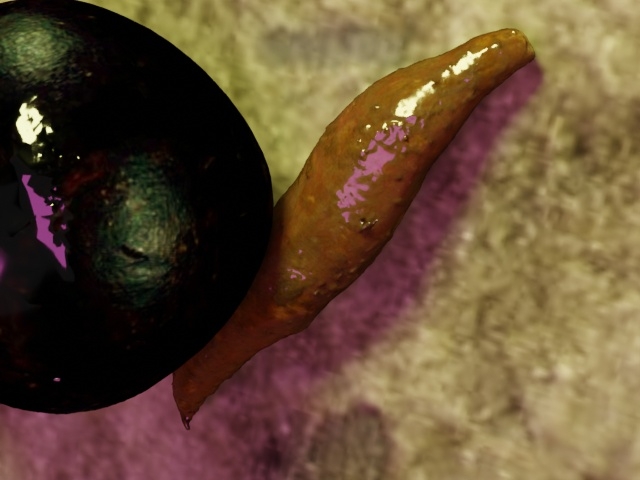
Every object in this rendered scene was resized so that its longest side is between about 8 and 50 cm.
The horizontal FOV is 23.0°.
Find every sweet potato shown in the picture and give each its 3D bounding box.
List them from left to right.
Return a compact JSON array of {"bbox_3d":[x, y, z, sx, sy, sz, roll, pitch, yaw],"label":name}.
[{"bbox_3d":[0.000,0.000,0.863,0.066,0.072,0.314,30,116,-17],"label":"sweet potato"}]

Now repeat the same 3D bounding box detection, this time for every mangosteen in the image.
[{"bbox_3d":[-0.155,-0.017,0.824,0.243,0.243,0.242,7,111,17],"label":"mangosteen"}]
